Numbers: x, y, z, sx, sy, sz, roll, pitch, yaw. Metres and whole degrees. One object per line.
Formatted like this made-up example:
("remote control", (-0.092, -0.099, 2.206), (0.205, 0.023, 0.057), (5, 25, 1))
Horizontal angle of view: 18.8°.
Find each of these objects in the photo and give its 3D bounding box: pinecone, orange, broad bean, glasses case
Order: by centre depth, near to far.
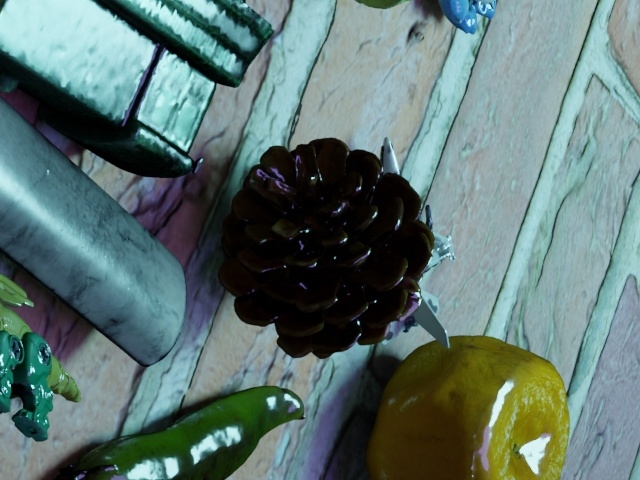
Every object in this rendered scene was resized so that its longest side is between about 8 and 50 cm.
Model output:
("glasses case", (-0.205, -0.007, 1.552), (0.299, 0.060, 0.114), (47, 37, -51))
("broad bean", (-0.127, 0.196, 1.752), (0.339, 0.061, 0.077), (-17, 102, -53))
("pinecone", (0.000, 0.000, 1.753), (0.208, 0.208, 0.207), (-24, 120, -51))
("orange", (0.146, 0.219, 2.053), (0.249, 0.183, 0.249), (-17, 111, -52))

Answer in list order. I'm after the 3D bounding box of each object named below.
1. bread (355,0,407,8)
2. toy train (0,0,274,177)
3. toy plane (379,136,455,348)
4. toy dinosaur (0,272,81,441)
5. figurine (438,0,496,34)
("bread", (0.076, -0.288, 1.849), (0.114, 0.111, 0.129), (-31, 103, -42))
("toy train", (-0.177, -0.173, 1.497), (0.330, 0.138, 0.178), (32, 78, -54))
("toy plane", (0.075, 0.003, 1.987), (0.160, 0.082, 0.234), (-29, 109, -37))
("toy dinosaur", (-0.249, 0.098, 1.506), (0.259, 0.094, 0.153), (55, 27, -50))
("figurine", (0.159, -0.261, 2.007), (0.114, 0.079, 0.114), (-26, 120, -58))
